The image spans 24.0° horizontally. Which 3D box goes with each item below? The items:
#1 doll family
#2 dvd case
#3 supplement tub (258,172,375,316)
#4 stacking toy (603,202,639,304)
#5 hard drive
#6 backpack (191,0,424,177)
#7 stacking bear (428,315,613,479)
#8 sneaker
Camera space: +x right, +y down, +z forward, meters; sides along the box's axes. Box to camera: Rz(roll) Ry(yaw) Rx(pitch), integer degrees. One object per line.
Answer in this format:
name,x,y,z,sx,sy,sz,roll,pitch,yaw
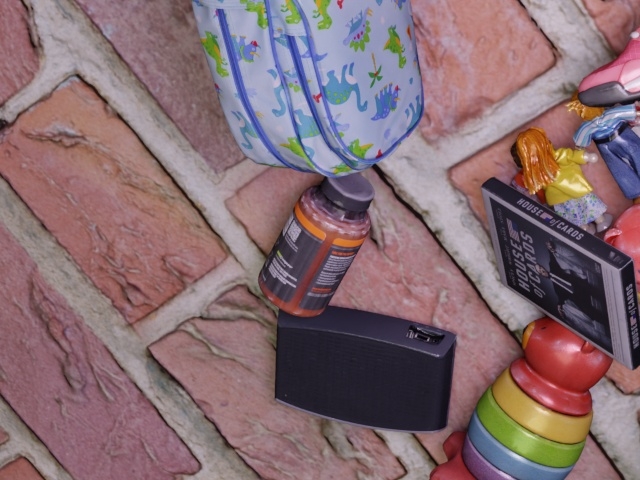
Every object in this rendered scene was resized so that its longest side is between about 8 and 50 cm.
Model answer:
doll family,0.336,-0.105,1.832,0.263,0.118,0.163,-31,104,26
dvd case,0.298,0.039,1.858,0.238,0.029,0.179,35,153,42
supplement tub,0.000,0.000,2.000,0.106,0.106,0.198,31,120,2
stacking toy,0.501,0.019,1.731,0.309,0.279,0.130,-32,143,15
hard drive,0.056,0.183,2.098,0.254,0.054,0.172,10,117,13
backpack,-0.015,-0.245,1.791,0.273,0.290,0.355,18,127,21
stacking bear,0.286,0.219,1.991,0.164,0.175,0.289,28,112,6
sneaker,0.419,-0.263,1.724,0.314,0.116,0.136,-30,87,5
